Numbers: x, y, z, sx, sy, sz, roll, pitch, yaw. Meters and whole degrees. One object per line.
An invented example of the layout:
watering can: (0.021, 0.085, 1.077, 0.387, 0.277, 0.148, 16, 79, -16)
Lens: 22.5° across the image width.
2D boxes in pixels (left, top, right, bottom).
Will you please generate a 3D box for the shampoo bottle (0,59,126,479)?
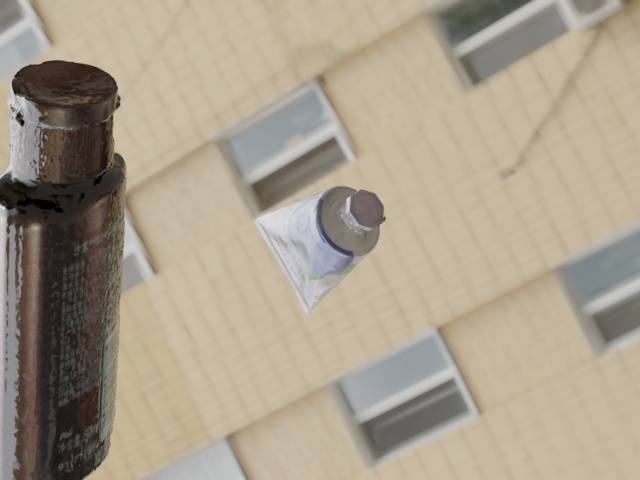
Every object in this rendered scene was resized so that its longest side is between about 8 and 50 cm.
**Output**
shampoo bottle: (-0.192, 0.030, 1.165, 0.129, 0.084, 0.323, -44, -32, -51)

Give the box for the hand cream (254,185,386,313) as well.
hand cream: (0.000, 0.000, 1.198, 0.053, 0.142, 0.084, -27, -94, -37)
